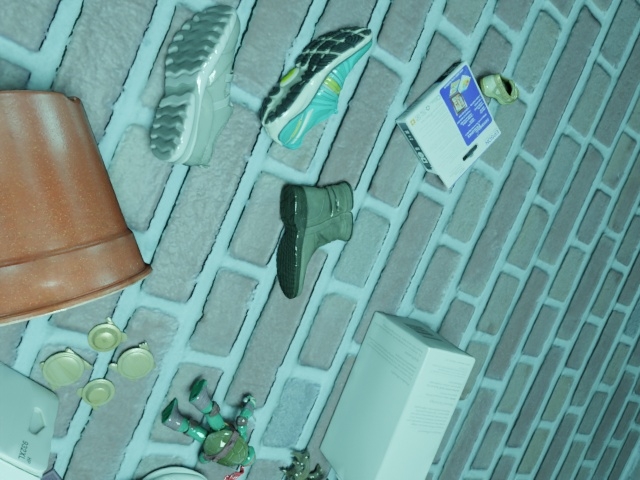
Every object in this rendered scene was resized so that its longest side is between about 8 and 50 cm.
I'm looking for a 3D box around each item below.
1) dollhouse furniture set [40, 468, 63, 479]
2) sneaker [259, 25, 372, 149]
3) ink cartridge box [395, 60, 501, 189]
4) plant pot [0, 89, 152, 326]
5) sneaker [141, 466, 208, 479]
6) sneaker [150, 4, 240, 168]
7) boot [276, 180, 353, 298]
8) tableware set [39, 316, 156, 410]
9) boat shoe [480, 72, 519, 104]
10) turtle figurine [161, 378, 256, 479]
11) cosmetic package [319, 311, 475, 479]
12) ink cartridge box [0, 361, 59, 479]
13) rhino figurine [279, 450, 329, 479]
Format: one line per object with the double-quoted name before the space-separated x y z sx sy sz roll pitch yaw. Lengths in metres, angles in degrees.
"dollhouse furniture set" -0.521 0.432 0.760 0.091 0.081 0.114 -26 114 -19
"sneaker" -0.002 -0.293 0.838 0.275 0.107 0.110 -49 138 -2
"ink cartridge box" 0.300 -0.260 1.013 0.206 0.045 0.208 -45 117 -10
"plant pot" -0.403 -0.051 0.605 0.273 0.272 0.264 -14 101 -23
"sneaker" -0.356 0.530 0.831 0.306 0.152 0.114 2 100 -29
"sneaker" -0.199 -0.257 0.752 0.115 0.105 0.281 20 90 -63
"boot" 0.000 0.000 0.915 0.161 0.083 0.246 -3 106 -32
"tableware set" -0.400 0.228 0.803 0.169 0.020 0.141 -37 115 -12
"boat shoe" 0.434 -0.359 1.035 0.153 0.048 0.056 3 79 -41
"turtle figurine" -0.199 0.394 0.901 0.175 0.118 0.234 -44 113 -10
"cosmetic package" 0.167 0.388 1.024 0.156 0.217 0.384 18 96 -29
"ink cartridge box" -0.561 0.363 0.640 0.307 0.223 0.129 -45 117 -10
"rhino figurine" -0.030 0.600 1.061 0.106 0.073 0.243 -27 113 -21
